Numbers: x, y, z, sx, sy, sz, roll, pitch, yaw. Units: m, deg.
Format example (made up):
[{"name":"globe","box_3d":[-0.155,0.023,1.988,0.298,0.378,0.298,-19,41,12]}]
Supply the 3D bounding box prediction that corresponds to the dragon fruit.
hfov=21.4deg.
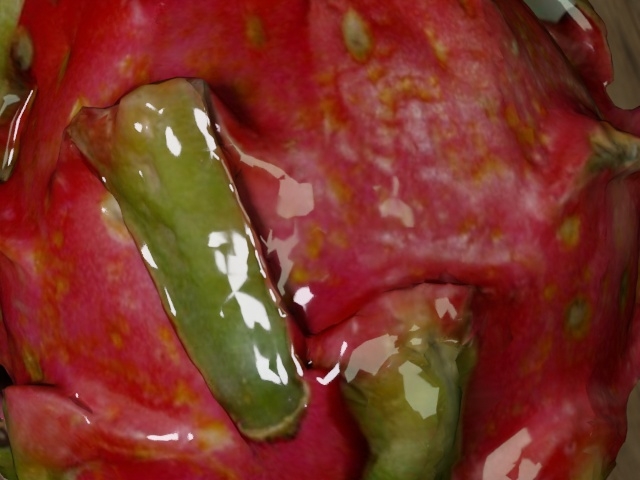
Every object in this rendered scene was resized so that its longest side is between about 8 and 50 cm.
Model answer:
[{"name":"dragon fruit","box_3d":[-0.010,0.001,0.563,0.231,0.237,0.302,-34,110,-43]}]
